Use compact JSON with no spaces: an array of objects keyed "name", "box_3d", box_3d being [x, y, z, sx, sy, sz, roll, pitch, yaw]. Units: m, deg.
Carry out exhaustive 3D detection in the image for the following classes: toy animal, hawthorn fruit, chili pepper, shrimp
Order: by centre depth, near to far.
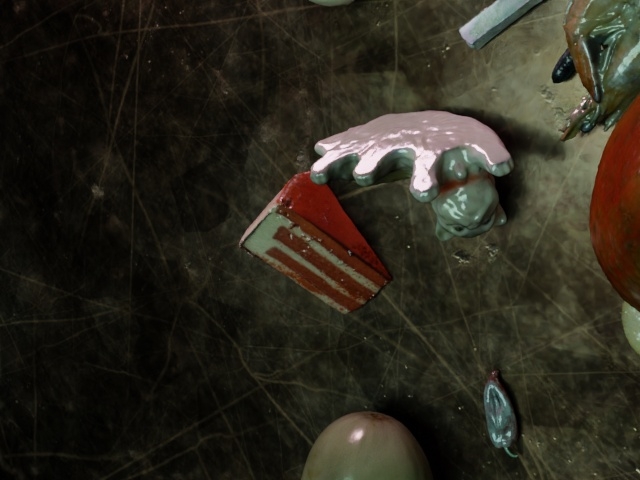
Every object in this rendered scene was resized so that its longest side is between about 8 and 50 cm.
[{"name":"hawthorn fruit","box_3d":[0.554,-0.080,1.430,0.402,0.402,0.403,10,107,36]},{"name":"shrimp","box_3d":[0.424,-0.285,1.640,0.168,0.077,0.317,35,120,9]},{"name":"toy animal","box_3d":[0.155,-0.097,1.840,0.307,0.188,0.266,-23,48,5]},{"name":"chili pepper","box_3d":[0.310,0.302,1.905,0.050,0.041,0.153,-11,95,-3]}]

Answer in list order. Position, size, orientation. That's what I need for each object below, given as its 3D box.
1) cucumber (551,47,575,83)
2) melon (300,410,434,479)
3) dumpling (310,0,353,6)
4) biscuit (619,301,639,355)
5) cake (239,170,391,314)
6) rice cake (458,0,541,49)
[{"name":"cucumber","box_3d":[0.398,-0.294,1.699,0.032,0.032,0.133,48,126,19]},{"name":"melon","box_3d":[0.083,0.465,1.987,0.271,0.271,0.308,-23,81,39]},{"name":"dumpling","box_3d":[0.020,-0.480,1.912,0.111,0.181,0.155,119,157,-69]},{"name":"biscuit","box_3d":[0.533,0.127,1.701,0.152,0.020,0.152,10,106,36]},{"name":"cake","box_3d":[0.000,0.000,2.069,0.262,0.160,0.158,35,127,-15]},{"name":"rice cake","box_3d":[0.307,-0.374,1.749,0.211,0.034,0.043,-34,71,38]}]
